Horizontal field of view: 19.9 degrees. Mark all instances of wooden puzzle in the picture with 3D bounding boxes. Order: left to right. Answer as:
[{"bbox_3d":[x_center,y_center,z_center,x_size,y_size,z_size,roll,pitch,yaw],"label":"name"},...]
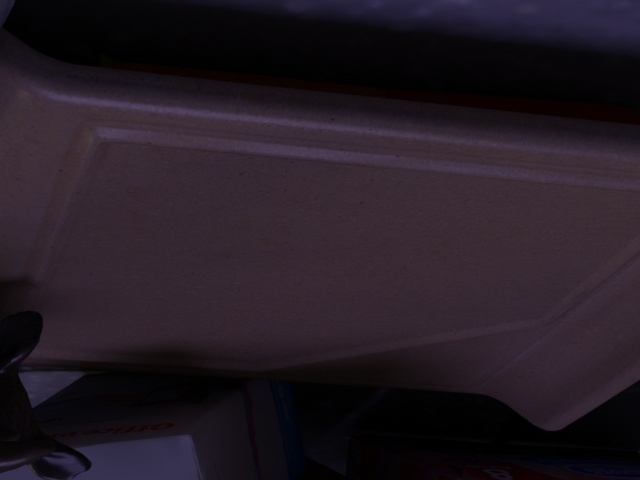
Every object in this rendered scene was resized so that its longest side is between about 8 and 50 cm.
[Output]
[{"bbox_3d":[0.000,0.000,0.559,0.239,0.044,0.221,9,157,-13],"label":"wooden puzzle"}]

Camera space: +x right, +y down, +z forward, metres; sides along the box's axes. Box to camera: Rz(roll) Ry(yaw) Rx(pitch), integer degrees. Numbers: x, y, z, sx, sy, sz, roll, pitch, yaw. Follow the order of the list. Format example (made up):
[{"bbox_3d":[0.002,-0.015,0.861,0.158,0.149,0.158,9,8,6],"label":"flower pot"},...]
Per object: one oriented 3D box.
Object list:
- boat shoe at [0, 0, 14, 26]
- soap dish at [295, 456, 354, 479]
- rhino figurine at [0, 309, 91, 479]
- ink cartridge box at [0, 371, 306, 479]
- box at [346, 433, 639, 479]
[{"bbox_3d":[-0.143,-0.013,0.425,0.113,0.103,0.302,7,157,-19],"label":"boat shoe"},{"bbox_3d":[-0.029,0.233,0.700,0.118,0.290,0.229,5,-178,-19],"label":"soap dish"},{"bbox_3d":[-0.157,0.062,0.589,0.106,0.073,0.243,-19,-171,-42],"label":"rhino figurine"},{"bbox_3d":[-0.065,0.082,0.670,0.089,0.052,0.122,-8,-171,15],"label":"ink cartridge box"},{"bbox_3d":[0.086,0.241,0.779,0.154,0.299,0.142,6,180,-16],"label":"box"}]
